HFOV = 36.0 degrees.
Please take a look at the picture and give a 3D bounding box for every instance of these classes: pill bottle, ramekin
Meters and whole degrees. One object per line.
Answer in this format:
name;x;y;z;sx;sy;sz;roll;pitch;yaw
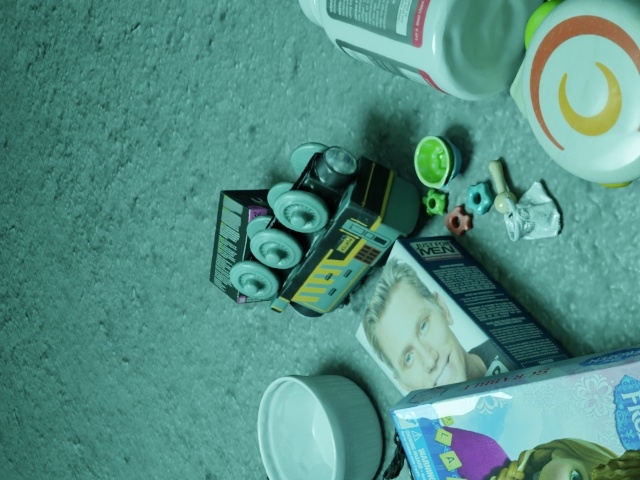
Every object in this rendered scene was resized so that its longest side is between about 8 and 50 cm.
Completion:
pill bottle;0.109;-0.298;1.239;0.318;0.176;0.176;33;119;47
ramekin;0.004;0.302;1.509;0.207;0.109;0.207;10;102;54

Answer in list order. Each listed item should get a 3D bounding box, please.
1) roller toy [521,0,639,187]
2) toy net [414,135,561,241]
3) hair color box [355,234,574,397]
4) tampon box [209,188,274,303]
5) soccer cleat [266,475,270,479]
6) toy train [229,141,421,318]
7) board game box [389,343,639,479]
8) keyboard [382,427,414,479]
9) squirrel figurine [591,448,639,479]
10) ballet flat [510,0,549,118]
roller toy;0.317;-0.159;0.996;0.191;0.146;0.209;-9;97;55
toy net;0.202;-0.046;1.251;0.232;0.045;0.122;37;122;46
hair color box;0.197;0.164;1.233;0.347;0.105;0.174;49;130;40
tampon box;-0.099;0.007;1.604;0.101;0.120;0.161;32;119;49
soccer cleat;-0.067;0.409;1.647;0.060;0.072;0.179;4;97;54
toy train;0.000;0.000;1.419;0.334;0.190;0.142;-54;14;47
board game box;0.268;0.287;1.040;0.318;0.066;0.318;-19;94;35
keyboard;0.133;0.356;1.311;0.317;0.033;0.201;98;151;-51
squirrel figurine;0.344;0.401;0.869;0.397;0.281;0.370;28;127;36
ballet flat;0.277;-0.250;1.105;0.086;0.086;0.248;48;131;40
